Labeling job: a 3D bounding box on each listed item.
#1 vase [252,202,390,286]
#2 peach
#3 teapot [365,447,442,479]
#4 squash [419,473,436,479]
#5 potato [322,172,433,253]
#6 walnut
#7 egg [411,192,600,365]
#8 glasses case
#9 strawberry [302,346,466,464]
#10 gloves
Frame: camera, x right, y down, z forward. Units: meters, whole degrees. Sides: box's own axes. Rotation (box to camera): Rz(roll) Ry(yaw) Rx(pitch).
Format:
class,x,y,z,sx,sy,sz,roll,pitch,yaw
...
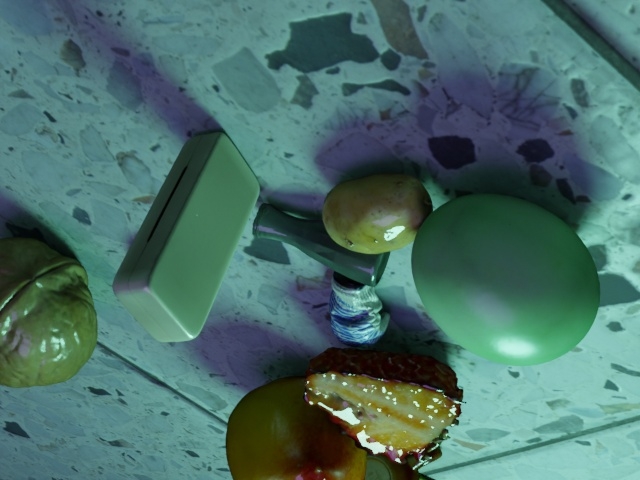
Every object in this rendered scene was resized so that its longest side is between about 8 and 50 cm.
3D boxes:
class,x,y,z,sx,sy,sz,roll,pitch,yaw
vase,0.000,0.000,1.447,0.214,0.086,0.086,19,144,13
peach,-0.034,0.419,1.789,0.308,0.289,0.289,20,153,49
teapot,0.148,0.496,1.944,0.252,0.178,0.135,-31,159,15
squash,0.164,0.589,2.110,0.309,0.210,0.234,48,147,14
potato,0.080,-0.038,1.331,0.178,0.109,0.118,-9,154,42
walnut,-0.556,0.139,1.747,0.252,0.277,0.313,-10,157,-22
egg,0.250,0.052,1.260,0.269,0.220,0.220,28,143,-6
glasses case,-0.185,-0.010,1.328,0.070,0.313,0.131,-9,134,30
strawberry,0.116,0.276,1.668,0.280,0.150,0.253,9,136,6
gloves,0.059,0.120,1.564,0.119,0.097,0.229,40,164,34
